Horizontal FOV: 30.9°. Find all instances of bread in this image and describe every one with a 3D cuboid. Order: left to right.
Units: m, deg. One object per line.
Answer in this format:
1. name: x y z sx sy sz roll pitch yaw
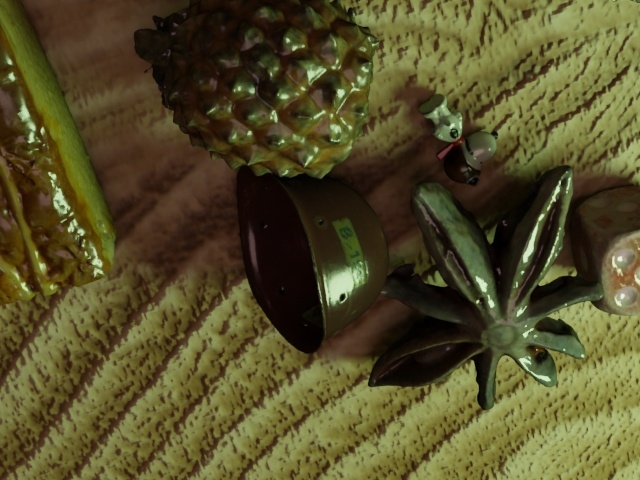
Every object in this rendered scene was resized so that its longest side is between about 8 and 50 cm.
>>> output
1. bread: -0.299 -0.077 0.950 0.185 0.114 0.274 -17 115 2

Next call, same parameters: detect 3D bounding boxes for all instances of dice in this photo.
1. dice: 0.287 0.009 1.070 0.091 0.093 0.094 -11 118 -2

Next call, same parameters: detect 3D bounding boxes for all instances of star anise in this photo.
1. star anise: 0.153 0.042 1.054 0.198 0.110 0.257 9 118 7

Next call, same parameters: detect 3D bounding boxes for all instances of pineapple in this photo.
1. pineapple: -0.055 -0.137 0.925 0.193 0.166 0.166 13 114 -14

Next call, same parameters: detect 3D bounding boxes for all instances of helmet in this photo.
1. helmet: 0.000 0.000 1.022 0.106 0.155 0.175 -24 91 -24

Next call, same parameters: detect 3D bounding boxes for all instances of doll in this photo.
1. doll: 0.120 -0.087 1.033 0.085 0.040 0.058 30 97 -24

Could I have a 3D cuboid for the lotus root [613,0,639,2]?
1. lotus root: 0.228 -0.324 0.869 0.267 0.149 0.260 11 116 -15
